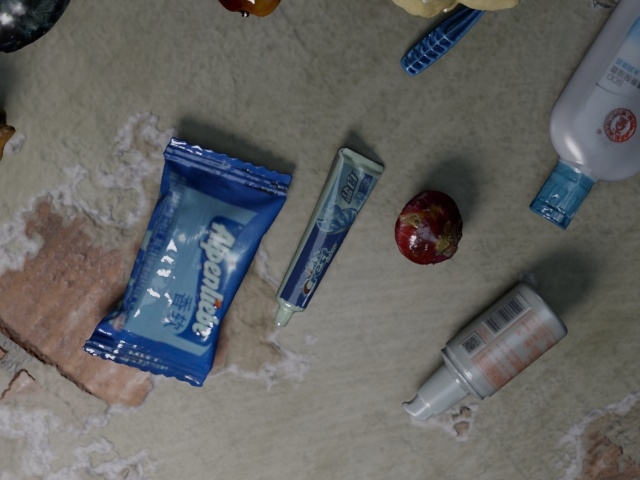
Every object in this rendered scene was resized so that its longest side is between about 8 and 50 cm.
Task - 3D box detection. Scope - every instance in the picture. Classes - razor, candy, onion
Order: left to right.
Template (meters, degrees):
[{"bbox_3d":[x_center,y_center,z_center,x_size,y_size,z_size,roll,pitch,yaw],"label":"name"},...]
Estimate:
[{"bbox_3d":[-0.182,0.033,1.353,0.187,0.077,0.331,20,100,-17],"label":"candy"},{"bbox_3d":[0.148,-0.018,1.369,0.107,0.097,0.107,-15,112,-41],"label":"onion"},{"bbox_3d":[0.212,-0.312,1.334,0.253,0.042,0.082,-41,94,5],"label":"razor"}]

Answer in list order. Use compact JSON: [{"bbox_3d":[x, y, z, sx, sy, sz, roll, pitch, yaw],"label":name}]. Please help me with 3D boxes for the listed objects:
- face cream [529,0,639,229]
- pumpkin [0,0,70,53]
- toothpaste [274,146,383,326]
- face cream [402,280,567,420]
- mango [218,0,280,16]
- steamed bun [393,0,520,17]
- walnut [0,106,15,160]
[{"bbox_3d":[0.403,-0.172,1.366,0.163,0.080,0.336,31,97,-11],"label":"face cream"},{"bbox_3d":[-0.413,-0.342,1.198,0.233,0.163,0.233,-3,114,-6],"label":"pumpkin"},{"bbox_3d":[0.001,0.001,1.381,0.069,0.047,0.268,26,95,2],"label":"toothpaste"},{"bbox_3d":[0.227,0.172,1.412,0.252,0.101,0.101,-40,103,4],"label":"face cream"},{"bbox_3d":[-0.119,-0.411,1.241,0.133,0.111,0.267,-25,106,16],"label":"mango"},{"bbox_3d":[0.153,-0.407,1.257,0.292,0.137,0.295,44,77,-1],"label":"steamed bun"},{"bbox_3d":[-0.506,-0.121,1.258,0.245,0.137,0.137,-6,103,-2],"label":"walnut"}]
